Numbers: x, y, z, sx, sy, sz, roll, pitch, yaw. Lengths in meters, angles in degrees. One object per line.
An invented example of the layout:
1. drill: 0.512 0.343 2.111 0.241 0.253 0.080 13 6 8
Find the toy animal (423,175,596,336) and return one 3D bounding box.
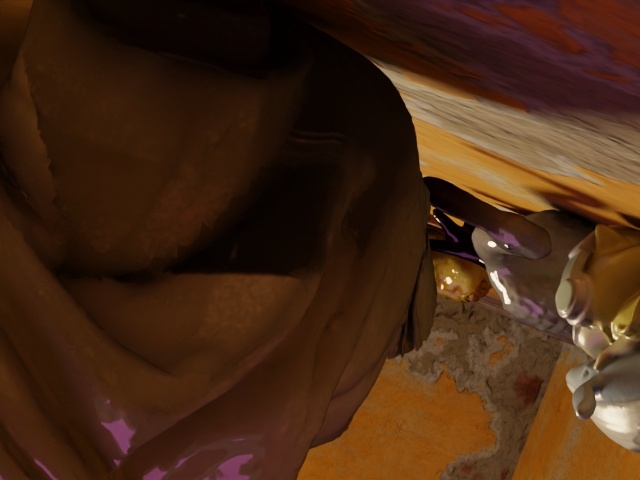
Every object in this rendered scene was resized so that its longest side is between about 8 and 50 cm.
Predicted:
1. toy animal: 0.166 0.019 1.349 0.195 0.090 0.324 21 180 7

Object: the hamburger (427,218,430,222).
1. hamburger: 0.000 0.000 1.924 0.207 0.155 0.135 29 172 -11

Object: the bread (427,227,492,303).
1. bread: 0.033 -0.015 2.076 0.367 0.084 0.077 23 -139 6

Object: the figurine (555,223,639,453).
1. figurine: 0.237 0.059 1.201 0.128 0.184 0.208 14 144 -29

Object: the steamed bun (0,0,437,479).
1. steamed bun: -0.098 -0.029 0.891 0.394 0.237 0.346 -16 -126 -37
